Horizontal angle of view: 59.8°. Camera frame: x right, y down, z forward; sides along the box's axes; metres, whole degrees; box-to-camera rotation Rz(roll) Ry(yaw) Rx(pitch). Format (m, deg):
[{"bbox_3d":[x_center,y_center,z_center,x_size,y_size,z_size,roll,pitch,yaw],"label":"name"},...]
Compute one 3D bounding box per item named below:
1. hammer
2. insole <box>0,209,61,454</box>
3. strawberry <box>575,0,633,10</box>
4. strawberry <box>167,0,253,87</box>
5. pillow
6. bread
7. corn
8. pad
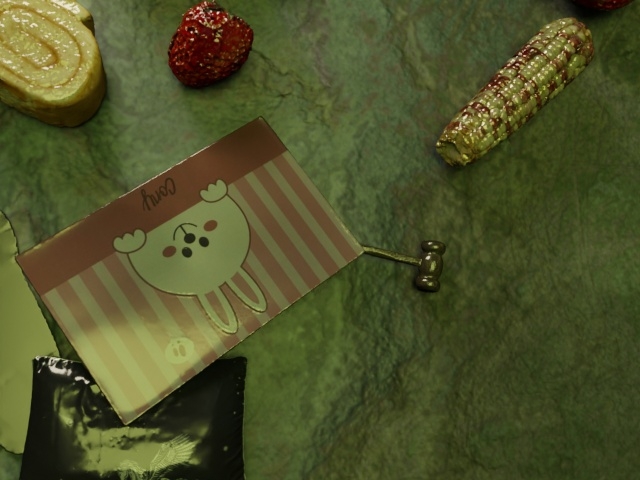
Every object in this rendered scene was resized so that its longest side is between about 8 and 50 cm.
[{"bbox_3d":[0.000,0.000,0.623,0.292,0.029,0.058,13,77,-8],"label":"hammer"},{"bbox_3d":[-0.314,0.084,0.554,0.086,0.005,0.253,-16,86,-15],"label":"insole"},{"bbox_3d":[0.363,-0.360,0.702,0.148,0.131,0.131,24,78,1],"label":"strawberry"},{"bbox_3d":[-0.123,-0.210,0.603,0.083,0.083,0.096,41,111,-3],"label":"strawberry"},{"bbox_3d":[-0.176,0.184,0.541,0.208,0.055,0.141,3,75,-12],"label":"pillow"},{"bbox_3d":[-0.288,-0.195,0.565,0.149,0.073,0.122,30,75,-6],"label":"bread"},{"bbox_3d":[0.235,-0.175,0.669,0.237,0.079,0.079,-44,92,-13],"label":"corn"},{"bbox_3d":[-0.124,0.014,0.576,0.300,0.005,0.202,-34,81,-19],"label":"pad"}]
